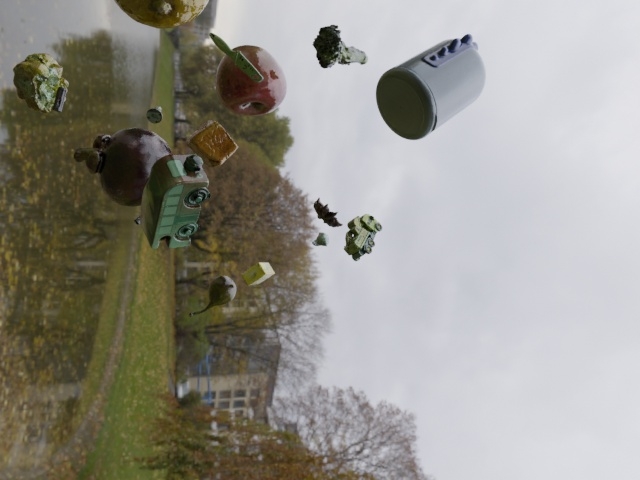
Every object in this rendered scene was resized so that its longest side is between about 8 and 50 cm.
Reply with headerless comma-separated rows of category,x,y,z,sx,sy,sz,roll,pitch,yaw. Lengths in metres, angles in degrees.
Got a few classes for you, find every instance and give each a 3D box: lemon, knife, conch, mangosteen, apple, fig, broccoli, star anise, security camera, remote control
lemon,-0.455,-0.774,1.443,0.364,0.364,0.364,-178,-90,-73
knife,-0.278,-0.602,1.657,0.293,0.020,0.043,48,-69,22
conch,0.007,0.003,2.667,0.088,0.065,0.180,-49,-157,7
mangosteen,-0.668,-0.271,1.806,0.293,0.297,0.297,50,-20,-2
apple,-0.302,-0.703,2.226,0.345,0.344,0.270,153,-65,-71
fig,-0.466,0.257,2.203,0.236,0.124,0.124,-45,-162,-6
broccoli,0.100,-0.796,2.141,0.145,0.304,0.165,-33,-107,35
star anise,0.019,-0.095,1.857,0.141,0.042,0.141,39,-21,18
security camera,-0.590,-0.456,1.831,0.092,0.058,0.058,-103,-159,-63
remote control,-0.918,-0.498,1.795,0.016,0.034,0.091,-10,-112,54

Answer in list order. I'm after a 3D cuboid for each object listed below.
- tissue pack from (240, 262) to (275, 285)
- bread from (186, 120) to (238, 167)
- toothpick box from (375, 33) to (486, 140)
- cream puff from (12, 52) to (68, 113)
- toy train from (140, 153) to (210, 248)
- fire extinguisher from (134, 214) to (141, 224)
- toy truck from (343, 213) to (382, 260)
tissue pack,-0.268,0.145,2.204,0.062,0.095,0.176,57,4,7
bread,-0.441,-0.392,2.064,0.143,0.158,0.149,-48,-157,-9
toothpick box,0.377,-0.509,1.629,0.263,0.354,0.263,40,-29,28
cream puff,-1.065,-0.608,1.951,0.195,0.194,0.221,-106,-149,-45
toy train,-0.414,-0.112,1.442,0.129,0.159,0.326,59,-40,25
fire extinguisher,-0.714,-0.100,2.058,0.083,0.025,0.038,-51,176,-37
toy truck,0.144,-0.020,1.885,0.085,0.116,0.191,-32,-159,45
